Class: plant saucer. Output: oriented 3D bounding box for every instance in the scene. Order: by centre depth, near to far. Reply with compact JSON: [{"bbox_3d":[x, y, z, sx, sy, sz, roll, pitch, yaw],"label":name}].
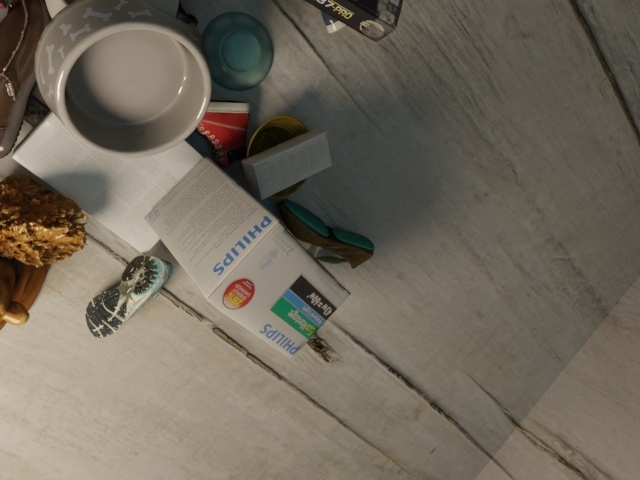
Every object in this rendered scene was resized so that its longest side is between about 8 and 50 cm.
[{"bbox_3d":[-0.208,-0.481,1.398,0.194,0.037,0.195,-7,108,-21],"label":"plant saucer"}]

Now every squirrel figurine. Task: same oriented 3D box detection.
[{"bbox_3d":[-0.692,0.041,1.158,0.281,0.370,0.397,38,89,-26],"label":"squirrel figurine"}]

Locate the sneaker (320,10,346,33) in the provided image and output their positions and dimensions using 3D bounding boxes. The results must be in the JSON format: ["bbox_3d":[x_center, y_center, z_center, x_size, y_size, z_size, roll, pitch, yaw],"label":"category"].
[{"bbox_3d":[0.082,-0.673,1.436,0.226,0.086,0.164,-35,116,-10],"label":"sneaker"}]

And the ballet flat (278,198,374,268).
[{"bbox_3d":[0.000,0.000,1.596,0.342,0.116,0.124,24,114,-30],"label":"ballet flat"}]

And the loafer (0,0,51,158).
[{"bbox_3d":[-0.676,-0.359,1.152,0.130,0.133,0.366,17,90,-50],"label":"loafer"}]

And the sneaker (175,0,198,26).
[{"bbox_3d":[-0.354,-0.476,1.303,0.135,0.097,0.276,-8,106,-18],"label":"sneaker"}]

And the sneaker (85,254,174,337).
[{"bbox_3d":[-0.487,0.153,1.424,0.283,0.122,0.110,-41,75,13],"label":"sneaker"}]

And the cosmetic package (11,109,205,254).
[{"bbox_3d":[-0.475,-0.189,1.317,0.284,0.097,0.377,-46,122,0],"label":"cosmetic package"}]

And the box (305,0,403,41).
[{"bbox_3d":[0.078,-0.740,1.345,0.318,0.097,0.395,22,75,-27],"label":"box"}]

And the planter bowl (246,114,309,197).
[{"bbox_3d":[-0.128,-0.228,1.460,0.217,0.090,0.217,-17,118,-37],"label":"planter bowl"}]

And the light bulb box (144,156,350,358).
[{"bbox_3d":[-0.174,0.041,1.328,0.225,0.361,0.358,-47,138,-4],"label":"light bulb box"}]

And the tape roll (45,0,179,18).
[{"bbox_3d":[-0.438,-0.536,1.143,0.169,0.246,0.246,-14,114,-54],"label":"tape roll"}]

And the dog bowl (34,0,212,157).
[{"bbox_3d":[-0.382,-0.318,1.115,0.348,0.102,0.349,-22,143,-18],"label":"dog bowl"}]

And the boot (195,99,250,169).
[{"bbox_3d":[-0.288,-0.265,1.378,0.244,0.088,0.176,-7,111,-39],"label":"boot"}]

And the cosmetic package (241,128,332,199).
[{"bbox_3d":[-0.082,-0.200,1.406,0.239,0.060,0.099,-30,126,-31],"label":"cosmetic package"}]

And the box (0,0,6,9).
[{"bbox_3d":[-0.812,-0.506,1.076,0.299,0.154,0.142,-20,112,-15],"label":"box"}]
